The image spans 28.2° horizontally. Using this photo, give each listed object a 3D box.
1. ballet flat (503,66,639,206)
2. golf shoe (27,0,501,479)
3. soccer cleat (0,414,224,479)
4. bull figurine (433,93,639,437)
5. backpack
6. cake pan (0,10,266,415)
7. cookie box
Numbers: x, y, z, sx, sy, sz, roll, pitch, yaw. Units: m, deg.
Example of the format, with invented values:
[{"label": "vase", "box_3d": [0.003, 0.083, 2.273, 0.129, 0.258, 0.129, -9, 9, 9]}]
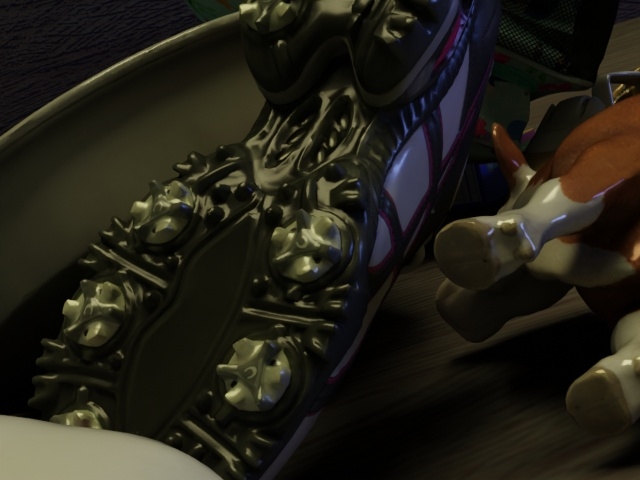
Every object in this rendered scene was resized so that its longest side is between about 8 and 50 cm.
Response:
[{"label": "ballet flat", "box_3d": [0.181, -0.070, 0.847, 0.080, 0.073, 0.232, -7, 13, 38]}, {"label": "golf shoe", "box_3d": [0.000, 0.000, 0.453, 0.105, 0.273, 0.120, 18, -16, 32]}, {"label": "soccer cleat", "box_3d": [-0.185, 0.077, 0.367, 0.331, 0.143, 0.116, -13, 10, 21]}, {"label": "bull figurine", "box_3d": [0.153, -0.006, 0.435, 0.310, 0.101, 0.188, -13, 13, 34]}, {"label": "backpack", "box_3d": [0.036, -0.156, 0.829, 0.253, 0.191, 0.225, 25, -7, -19]}, {"label": "cake pan", "box_3d": [-0.071, -0.004, 0.614, 0.293, 0.054, 0.293, -31, -13, -8]}, {"label": "cookie box", "box_3d": [0.102, -0.050, 0.972, 0.107, 0.040, 0.091, -8, 11, 39]}]
